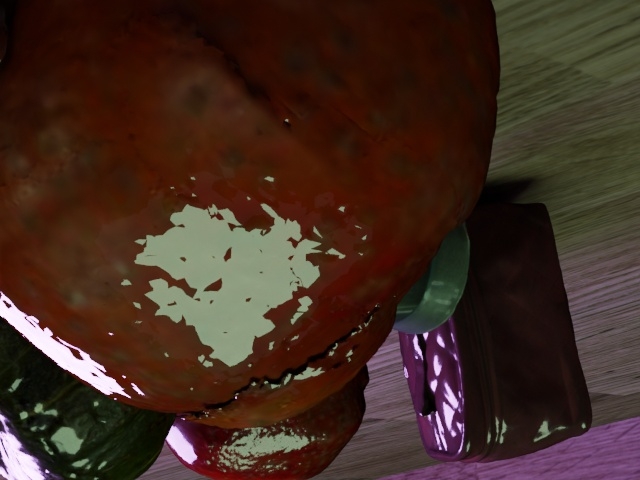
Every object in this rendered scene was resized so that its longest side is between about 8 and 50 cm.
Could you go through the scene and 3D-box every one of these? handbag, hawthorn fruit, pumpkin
[{"bbox_3d":[0.137,0.079,1.275,0.135,0.225,0.146,-11,180,-17],"label":"handbag"},{"bbox_3d":[-0.071,-0.071,0.659,0.276,0.276,0.307,-19,142,35],"label":"hawthorn fruit"},{"bbox_3d":[-0.077,0.145,1.482,0.249,0.215,0.215,5,161,-15],"label":"hawthorn fruit"},{"bbox_3d":[-0.233,0.098,1.137,0.260,0.189,0.260,35,160,15],"label":"pumpkin"}]

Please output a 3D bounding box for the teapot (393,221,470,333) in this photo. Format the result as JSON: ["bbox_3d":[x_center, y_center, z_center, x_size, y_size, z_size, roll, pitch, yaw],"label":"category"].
[{"bbox_3d":[0.000,0.000,1.108,0.225,0.171,0.203,-2,134,-42],"label":"teapot"}]
